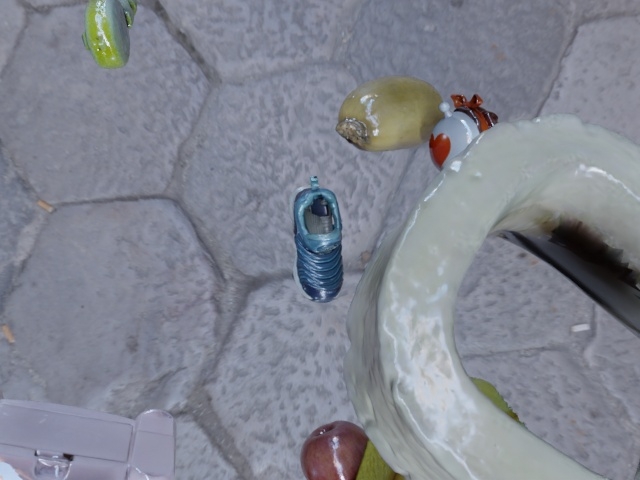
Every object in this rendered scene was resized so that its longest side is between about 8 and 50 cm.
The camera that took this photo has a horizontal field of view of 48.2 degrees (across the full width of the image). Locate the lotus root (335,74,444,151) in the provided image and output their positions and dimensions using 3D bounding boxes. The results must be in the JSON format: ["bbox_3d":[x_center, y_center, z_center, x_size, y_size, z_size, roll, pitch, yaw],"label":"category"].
[{"bbox_3d":[0.143,-0.241,1.344,0.146,0.303,0.131,48,129,20],"label":"lotus root"}]

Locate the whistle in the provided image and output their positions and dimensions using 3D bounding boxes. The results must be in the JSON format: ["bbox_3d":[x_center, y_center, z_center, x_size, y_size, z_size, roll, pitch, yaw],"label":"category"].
[{"bbox_3d":[-0.313,-0.327,1.072,0.057,0.198,0.104,-6,125,-1],"label":"whistle"}]

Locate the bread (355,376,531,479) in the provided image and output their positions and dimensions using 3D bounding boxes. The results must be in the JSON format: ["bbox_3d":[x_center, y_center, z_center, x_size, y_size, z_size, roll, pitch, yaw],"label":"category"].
[{"bbox_3d":[0.198,0.455,1.263,0.245,0.233,0.362,-3,127,-29],"label":"bread"}]

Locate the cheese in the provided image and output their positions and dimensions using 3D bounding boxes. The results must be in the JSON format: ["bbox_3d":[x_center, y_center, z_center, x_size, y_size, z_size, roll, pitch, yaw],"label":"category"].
[{"bbox_3d":[0.193,0.084,0.547,0.332,0.153,0.292,38,70,3],"label":"cheese"}]

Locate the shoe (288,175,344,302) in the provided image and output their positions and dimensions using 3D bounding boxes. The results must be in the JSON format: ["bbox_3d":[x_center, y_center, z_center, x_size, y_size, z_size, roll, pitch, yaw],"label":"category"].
[{"bbox_3d":[0.000,0.000,0.820,0.064,0.071,0.143,-3,78,-15],"label":"shoe"}]

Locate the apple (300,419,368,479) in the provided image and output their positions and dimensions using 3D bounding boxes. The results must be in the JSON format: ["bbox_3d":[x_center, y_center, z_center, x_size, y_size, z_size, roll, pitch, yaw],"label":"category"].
[{"bbox_3d":[0.032,0.421,1.401,0.153,0.153,0.120,-21,95,-1],"label":"apple"}]

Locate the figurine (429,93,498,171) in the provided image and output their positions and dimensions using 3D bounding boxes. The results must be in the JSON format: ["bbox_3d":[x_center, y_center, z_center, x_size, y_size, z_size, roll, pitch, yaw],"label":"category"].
[{"bbox_3d":[0.250,-0.145,1.258,0.160,0.183,0.226,2,96,-2],"label":"figurine"}]

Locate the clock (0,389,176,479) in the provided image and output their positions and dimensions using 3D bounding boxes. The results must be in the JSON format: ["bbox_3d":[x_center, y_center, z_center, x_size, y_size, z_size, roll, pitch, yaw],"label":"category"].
[{"bbox_3d":[-0.354,0.371,0.909,0.342,0.184,0.326,15,107,-8],"label":"clock"}]
